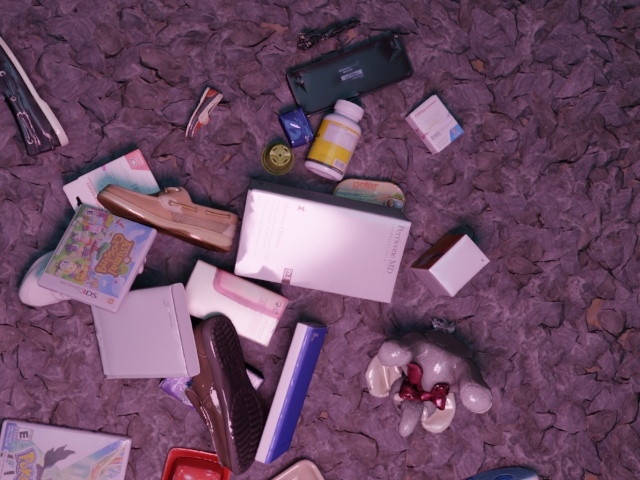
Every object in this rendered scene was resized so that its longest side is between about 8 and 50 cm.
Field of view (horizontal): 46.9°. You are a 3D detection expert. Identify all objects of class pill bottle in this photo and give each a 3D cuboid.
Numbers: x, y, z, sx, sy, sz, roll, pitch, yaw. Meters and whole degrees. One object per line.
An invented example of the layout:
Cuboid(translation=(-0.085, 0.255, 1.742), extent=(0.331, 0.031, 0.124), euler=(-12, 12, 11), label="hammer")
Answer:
Cuboid(translation=(0.039, -0.248, 1.819), extent=(0.103, 0.103, 0.184), euler=(23, 86, -7), label="pill bottle")

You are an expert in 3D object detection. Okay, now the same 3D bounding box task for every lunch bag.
Cuboid(translation=(-0.055, -0.276, 1.824), extent=(0.065, 0.067, 0.098), euler=(-25, 94, -7), label="lunch bag")

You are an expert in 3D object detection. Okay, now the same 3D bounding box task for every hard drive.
Cuboid(translation=(-0.405, 0.211, 1.678), extent=(0.040, 0.308, 0.202), euler=(-12, 92, -50), label="hard drive")
Cuboid(translation=(-0.064, 0.352, 1.748), extent=(0.040, 0.210, 0.318), euler=(17, 87, 12), label="hard drive")

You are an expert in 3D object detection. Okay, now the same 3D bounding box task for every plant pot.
Cuboid(translation=(-0.102, -0.206, 1.811), extent=(0.084, 0.079, 0.083), euler=(0, 89, -9), label="plant pot")

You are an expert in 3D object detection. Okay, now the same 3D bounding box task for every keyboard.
Cuboid(translation=(0.062, -0.453, 1.861), extent=(0.317, 0.033, 0.201), euler=(-22, 99, -9), label="keyboard")

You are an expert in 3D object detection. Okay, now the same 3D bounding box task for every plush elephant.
Cuboid(translation=(0.245, 0.353, 1.784), extent=(0.272, 0.330, 0.255), euler=(24, 109, 6), label="plush elephant")

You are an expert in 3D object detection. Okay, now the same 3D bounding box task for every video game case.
Cuboid(translation=(-0.499, 0.038, 1.657), extent=(0.194, 0.023, 0.212), euler=(19, 67, 7), label="video game case")
Cuboid(translation=(-0.628, 0.607, 1.752), extent=(0.300, 0.036, 0.328), euler=(11, 88, -8), label="video game case")

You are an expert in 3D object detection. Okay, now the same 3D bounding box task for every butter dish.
Cuboid(translation=(-0.300, 0.593, 1.758), extent=(0.160, 0.118, 0.159), euler=(13, 89, -8), label="butter dish")

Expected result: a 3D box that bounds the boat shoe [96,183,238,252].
Cuboid(translation=(-0.353, -0.072, 1.733), extent=(0.341, 0.122, 0.110), euler=(23, 77, -32), label="boat shoe")

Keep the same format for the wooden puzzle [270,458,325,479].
Cuboid(translation=(-0.091, 0.753, 1.790), extent=(0.348, 0.080, 0.322), euler=(-31, 101, -7), label="wooden puzzle")

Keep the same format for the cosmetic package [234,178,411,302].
Cuboid(translation=(0.000, 0.000, 1.768), extent=(0.385, 0.156, 0.217), euler=(10, 103, -6), label="cosmetic package")

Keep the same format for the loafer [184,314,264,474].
Cuboid(translation=(-0.229, 0.349, 1.674), extent=(0.130, 0.134, 0.365), euler=(-10, 93, 29), label="loafer")

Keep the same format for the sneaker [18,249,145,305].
Cuboid(translation=(-0.549, 0.079, 1.703), extent=(0.305, 0.152, 0.114), euler=(-24, 126, -7), label="sneaker")

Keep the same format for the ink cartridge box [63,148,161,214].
Cuboid(translation=(-0.494, -0.122, 1.760), extent=(0.198, 0.067, 0.115), euler=(-27, 94, -9), label="ink cartridge box")

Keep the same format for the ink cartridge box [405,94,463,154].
Cuboid(translation=(0.289, -0.295, 1.881), extent=(0.089, 0.052, 0.122), euler=(-39, 96, -7), label="ink cartridge box")

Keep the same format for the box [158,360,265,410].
Cuboid(translation=(-0.258, 0.334, 1.771), extent=(0.207, 0.108, 0.153), euler=(33, 85, -6), label="box")

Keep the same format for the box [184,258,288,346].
Cuboid(translation=(-0.210, 0.145, 1.759), extent=(0.233, 0.148, 0.126), euler=(25, 86, -8), label="box")

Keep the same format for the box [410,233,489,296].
Cuboid(translation=(0.316, 0.059, 1.823), extent=(0.130, 0.170, 0.091), euler=(-43, 95, -7), label="box")

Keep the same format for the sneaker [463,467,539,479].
Cuboid(translation=(0.417, 0.709, 1.861), extent=(0.319, 0.127, 0.208), euler=(-19, 90, 2), label="sneaker")

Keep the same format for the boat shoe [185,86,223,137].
Cuboid(translation=(-0.286, -0.308, 1.803), extent=(0.043, 0.049, 0.137), euler=(27, 81, -9), label="boat shoe")

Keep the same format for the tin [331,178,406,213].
Cuboid(translation=(0.120, -0.099, 1.864), extent=(0.190, 0.040, 0.106), euler=(6, 93, -7), label="tin")

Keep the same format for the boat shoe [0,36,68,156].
Cuboid(translation=(-0.723, -0.343, 1.700), extent=(0.113, 0.127, 0.340), euler=(-35, 104, -19), label="boat shoe")
